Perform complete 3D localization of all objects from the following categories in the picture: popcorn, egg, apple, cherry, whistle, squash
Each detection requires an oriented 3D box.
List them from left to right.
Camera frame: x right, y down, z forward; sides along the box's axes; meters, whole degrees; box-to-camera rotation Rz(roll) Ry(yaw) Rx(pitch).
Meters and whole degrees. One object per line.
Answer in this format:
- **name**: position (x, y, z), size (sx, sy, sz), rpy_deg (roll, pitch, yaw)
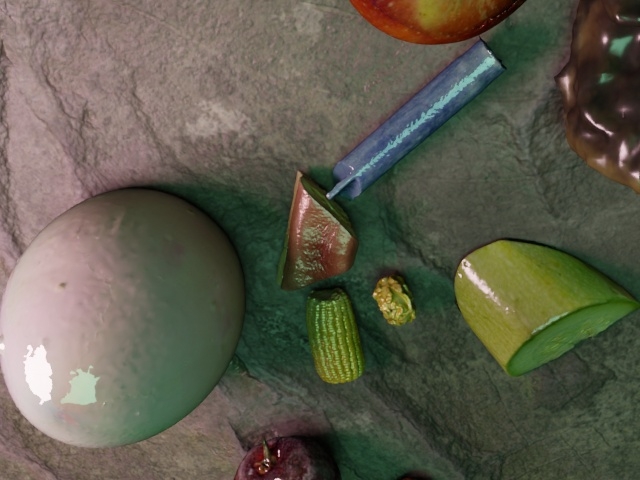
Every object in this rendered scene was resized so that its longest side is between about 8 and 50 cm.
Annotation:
- **egg**: position (-0.300, 0.138, 1.075), size (0.354, 0.340, 0.355), rpy_deg (2, 118, 4)
- **cherry**: position (-0.049, 0.432, 1.290), size (0.195, 0.195, 0.195), rpy_deg (2, 116, 4)
- **popcorn**: position (0.119, 0.094, 1.163), size (0.057, 0.083, 0.082), rpy_deg (-27, 79, 11)
- **whistle**: position (0.124, -0.161, 1.045), size (0.304, 0.062, 0.062), rpy_deg (-40, 107, 21)
- **apple**: position (0.148, -0.367, 0.865), size (0.251, 0.206, 0.272), rpy_deg (7, 120, -10)
- **squash**: position (0.340, 0.088, 1.174), size (0.237, 0.155, 0.204), rpy_deg (-38, 144, 19)

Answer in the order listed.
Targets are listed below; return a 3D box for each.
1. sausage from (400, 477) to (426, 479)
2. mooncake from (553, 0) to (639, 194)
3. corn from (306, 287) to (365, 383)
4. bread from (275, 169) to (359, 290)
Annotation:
- **sausage**: position (0.091, 0.537, 1.377), size (0.300, 0.083, 0.089), rpy_deg (-35, 96, 18)
- **mooncake**: position (0.414, -0.261, 0.866), size (0.393, 0.246, 0.394), rpy_deg (27, 116, -18)
- **corn**: position (0.023, 0.156, 1.207), size (0.085, 0.063, 0.165), rpy_deg (-2, 115, 16)
- **bread**: position (0.000, 0.000, 1.129), size (0.119, 0.067, 0.192), rpy_deg (17, 115, 5)
